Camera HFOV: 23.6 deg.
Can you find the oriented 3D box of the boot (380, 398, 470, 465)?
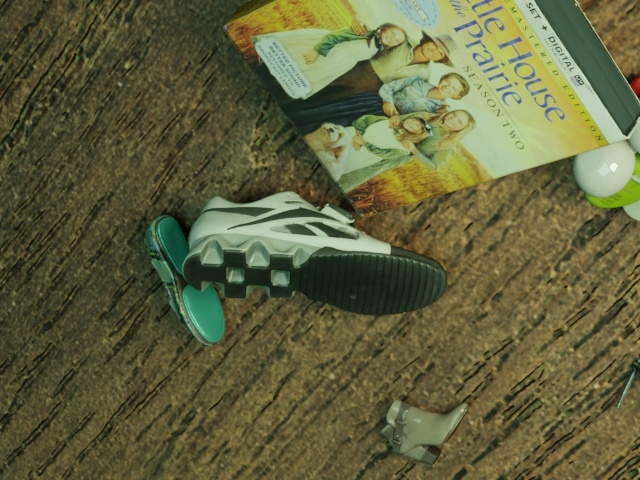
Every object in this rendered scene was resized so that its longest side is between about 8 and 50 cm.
[{"bbox_3d":[0.130,0.234,1.982,0.087,0.042,0.118,36,115,13],"label":"boot"}]

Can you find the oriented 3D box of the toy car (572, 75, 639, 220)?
[{"bbox_3d":[0.367,-0.117,1.741,0.182,0.159,0.136,-40,52,27],"label":"toy car"}]

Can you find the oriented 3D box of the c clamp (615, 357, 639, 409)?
[{"bbox_3d":[0.408,0.149,1.795,0.022,0.160,0.137,18,91,-16],"label":"c clamp"}]

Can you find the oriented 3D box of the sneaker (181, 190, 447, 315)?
[{"bbox_3d":[0.000,0.000,1.935,0.330,0.146,0.122,9,138,-3],"label":"sneaker"}]

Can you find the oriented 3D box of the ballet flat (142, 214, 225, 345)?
[{"bbox_3d":[-0.186,0.056,2.067,0.070,0.070,0.188,-19,94,27],"label":"ballet flat"}]

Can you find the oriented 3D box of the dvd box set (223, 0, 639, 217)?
[{"bbox_3d":[0.116,-0.195,1.733,0.420,0.062,0.307,-15,118,47],"label":"dvd box set"}]
